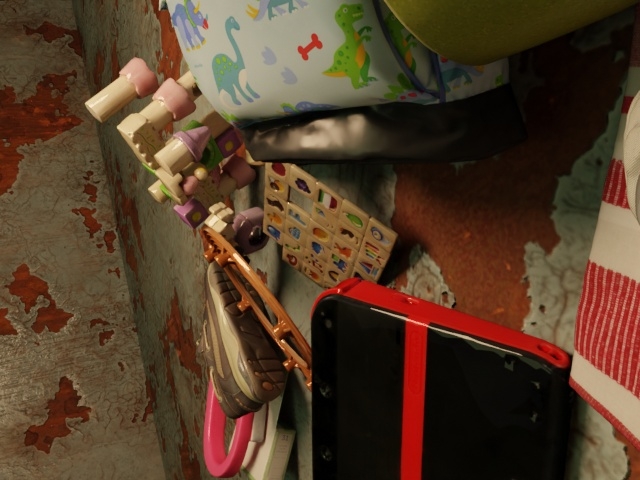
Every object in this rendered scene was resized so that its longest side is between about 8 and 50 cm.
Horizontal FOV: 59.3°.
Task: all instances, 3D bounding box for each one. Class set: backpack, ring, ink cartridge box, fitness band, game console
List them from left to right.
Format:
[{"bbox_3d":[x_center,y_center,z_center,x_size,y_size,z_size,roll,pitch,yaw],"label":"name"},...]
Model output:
[{"bbox_3d":[-0.182,0.337,1.167,0.209,0.054,0.291,-27,52,52],"label":"fitness band"},{"bbox_3d":[-0.094,0.121,0.907,0.336,0.032,0.336,49,166,17],"label":"ring"},{"bbox_3d":[-0.108,0.355,1.142,0.171,0.056,0.235,9,82,60],"label":"ink cartridge box"},{"bbox_3d":[-0.004,-0.241,0.465,0.290,0.273,0.355,9,107,44],"label":"backpack"},{"bbox_3d":[0.116,0.256,0.668,0.342,0.060,0.386,13,110,44],"label":"game console"}]

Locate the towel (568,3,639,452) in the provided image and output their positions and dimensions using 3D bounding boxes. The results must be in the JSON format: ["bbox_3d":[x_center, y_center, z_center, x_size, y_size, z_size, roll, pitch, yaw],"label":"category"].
[{"bbox_3d":[0.242,0.001,0.343,0.237,0.037,0.329,-112,24,-72],"label":"towel"}]

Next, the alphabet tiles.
[{"bbox_3d":[0.000,0.000,0.776,0.198,0.009,0.237,35,152,14],"label":"alphabet tiles"}]

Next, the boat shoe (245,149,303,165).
[{"bbox_3d":[-0.026,-0.169,0.792,0.342,0.123,0.123,-161,65,-65],"label":"boat shoe"}]

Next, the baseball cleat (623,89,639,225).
[{"bbox_3d":[0.199,-0.089,0.273,0.109,0.072,0.206,-83,4,-57],"label":"baseball cleat"}]

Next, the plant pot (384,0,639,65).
[{"bbox_3d":[0.190,-0.253,0.270,0.293,0.275,0.274,1,99,45],"label":"plant pot"}]

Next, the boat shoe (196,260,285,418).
[{"bbox_3d":[-0.184,0.180,1.080,0.130,0.132,0.355,-44,39,15],"label":"boat shoe"}]

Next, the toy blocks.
[{"bbox_3d":[-0.182,-0.178,0.998,0.309,0.260,0.288,34,159,34],"label":"toy blocks"}]
